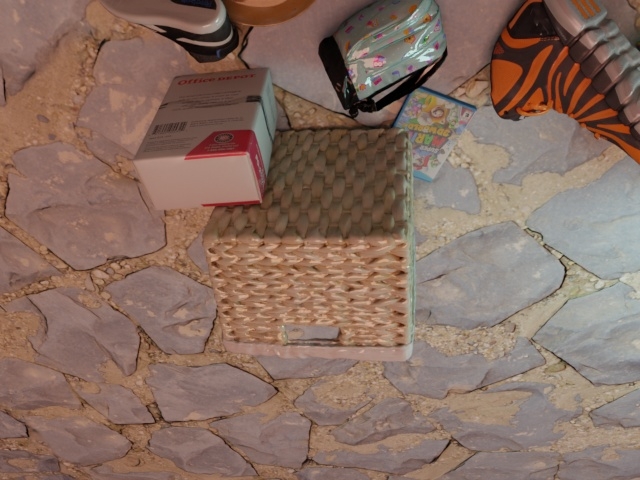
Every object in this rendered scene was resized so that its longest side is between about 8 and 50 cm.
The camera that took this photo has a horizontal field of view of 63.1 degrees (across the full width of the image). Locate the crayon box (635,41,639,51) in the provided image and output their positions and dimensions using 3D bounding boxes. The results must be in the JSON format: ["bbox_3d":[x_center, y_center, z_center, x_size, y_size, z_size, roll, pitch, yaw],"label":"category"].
[{"bbox_3d":[0.687,-0.191,0.739,0.313,0.106,0.363,-23,104,25],"label":"crayon box"}]

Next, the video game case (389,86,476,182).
[{"bbox_3d":[0.182,-0.186,0.928,0.119,0.015,0.166,16,133,-11],"label":"video game case"}]

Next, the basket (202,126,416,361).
[{"bbox_3d":[0.000,0.000,0.896,0.328,0.331,0.266,1,132,10],"label":"basket"}]

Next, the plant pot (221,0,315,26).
[{"bbox_3d":[-0.093,-0.420,0.719,0.236,0.032,0.236,2,134,2],"label":"plant pot"}]

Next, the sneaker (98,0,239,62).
[{"bbox_3d":[-0.227,-0.326,0.788,0.217,0.079,0.121,22,170,14],"label":"sneaker"}]

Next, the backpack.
[{"bbox_3d":[0.093,-0.282,0.761,0.182,0.152,0.115,-25,137,10],"label":"backpack"}]

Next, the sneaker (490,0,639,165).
[{"bbox_3d":[0.380,-0.205,0.770,0.321,0.125,0.180,58,145,6],"label":"sneaker"}]

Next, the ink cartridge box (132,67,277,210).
[{"bbox_3d":[-0.168,-0.166,0.824,0.172,0.237,0.100,-3,136,7],"label":"ink cartridge box"}]
